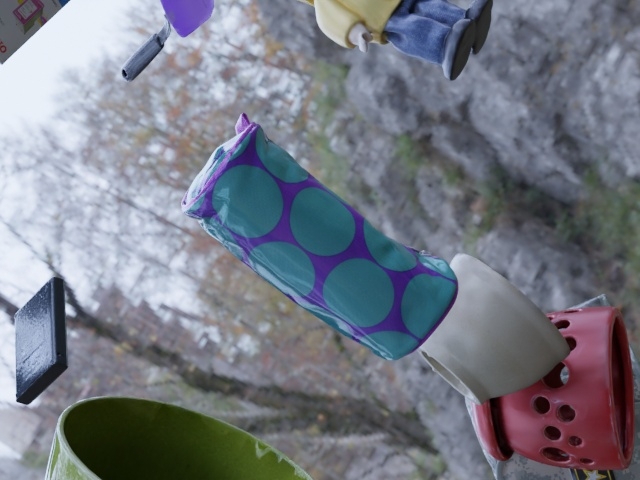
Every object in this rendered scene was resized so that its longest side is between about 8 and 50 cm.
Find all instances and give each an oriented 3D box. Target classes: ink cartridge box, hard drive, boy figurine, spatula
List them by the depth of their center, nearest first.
[{"bbox_3d":[-0.324,-0.255,1.224,0.122,0.052,0.088,-49,-44,-19],"label":"ink cartridge box"},{"bbox_3d":[0.068,-0.300,1.442,0.177,0.285,0.092,-48,-23,-31],"label":"boy figurine"},{"bbox_3d":[-0.348,0.123,1.468,0.022,0.135,0.094,23,-51,-36],"label":"hard drive"},{"bbox_3d":[-0.240,-0.311,1.781,0.030,0.084,0.296,-25,-6,-35],"label":"spatula"}]

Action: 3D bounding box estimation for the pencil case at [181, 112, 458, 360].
[{"bbox_3d":[0.000,0.000,0.652,0.070,0.152,0.064,-58,11,-29],"label":"pencil case"}]

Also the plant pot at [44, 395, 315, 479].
[{"bbox_3d":[-0.170,0.344,1.138,0.293,0.275,0.275,-68,-18,10],"label":"plant pot"}]

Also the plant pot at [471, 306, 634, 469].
[{"bbox_3d":[0.275,0.178,1.404,0.191,0.174,0.191,-6,-90,-70],"label":"plant pot"}]

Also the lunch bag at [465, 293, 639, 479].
[{"bbox_3d":[0.333,0.255,1.600,0.235,0.287,0.169,-19,-30,1],"label":"lunch bag"}]

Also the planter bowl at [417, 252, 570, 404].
[{"bbox_3d":[0.172,0.108,1.275,0.109,0.162,0.162,-47,-19,-7],"label":"planter bowl"}]
